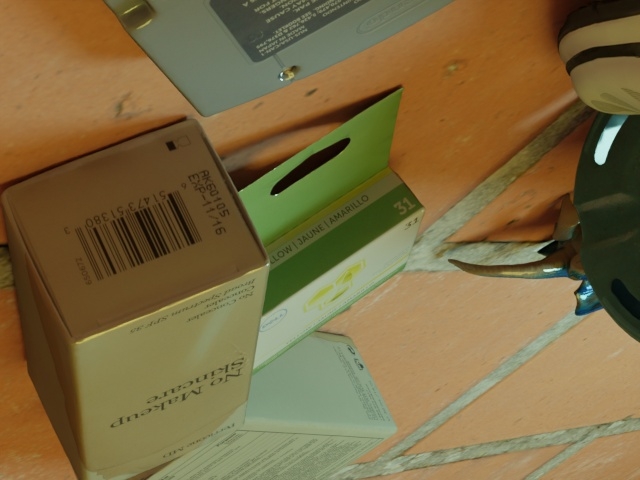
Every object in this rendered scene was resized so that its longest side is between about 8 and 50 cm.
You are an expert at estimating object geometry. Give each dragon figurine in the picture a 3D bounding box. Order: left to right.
[{"bbox_3d":[0.263,0.012,1.689,0.289,0.085,0.144,-24,159,-11],"label":"dragon figurine"}]

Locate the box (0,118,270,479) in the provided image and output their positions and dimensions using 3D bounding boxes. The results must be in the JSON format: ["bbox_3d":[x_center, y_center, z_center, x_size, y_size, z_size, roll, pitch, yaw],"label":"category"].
[{"bbox_3d":[-0.131,0.057,1.263,0.148,0.121,0.311,-23,159,-14],"label":"box"}]

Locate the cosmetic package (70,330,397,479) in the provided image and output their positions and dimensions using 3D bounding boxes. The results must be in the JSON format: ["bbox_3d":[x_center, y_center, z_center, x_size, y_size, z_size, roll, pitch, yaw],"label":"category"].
[{"bbox_3d":[-0.079,0.158,1.580,0.160,0.113,0.309,-35,157,19],"label":"cosmetic package"}]

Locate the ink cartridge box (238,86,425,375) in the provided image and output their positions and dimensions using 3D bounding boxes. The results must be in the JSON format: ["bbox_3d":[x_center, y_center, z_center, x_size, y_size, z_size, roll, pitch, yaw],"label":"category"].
[{"bbox_3d":[0.000,0.000,1.342,0.171,0.056,0.235,-34,164,-19],"label":"ink cartridge box"}]

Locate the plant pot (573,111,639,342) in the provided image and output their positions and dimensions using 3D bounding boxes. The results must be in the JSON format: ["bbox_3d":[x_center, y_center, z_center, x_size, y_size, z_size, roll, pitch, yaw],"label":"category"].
[{"bbox_3d":[0.412,-0.026,1.488,0.334,0.341,0.341,3,145,-39],"label":"plant pot"}]

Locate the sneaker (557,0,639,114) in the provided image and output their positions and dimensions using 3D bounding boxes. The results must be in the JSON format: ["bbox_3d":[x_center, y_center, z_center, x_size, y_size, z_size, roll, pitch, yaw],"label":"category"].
[{"bbox_3d":[0.293,-0.044,1.159,0.169,0.257,0.447,-9,-176,-17],"label":"sneaker"}]

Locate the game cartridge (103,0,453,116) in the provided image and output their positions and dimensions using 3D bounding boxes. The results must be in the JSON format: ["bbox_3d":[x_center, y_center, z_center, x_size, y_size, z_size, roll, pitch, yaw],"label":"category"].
[{"bbox_3d":[0.030,-0.179,1.003,0.294,0.060,0.196,-29,156,4],"label":"game cartridge"}]
